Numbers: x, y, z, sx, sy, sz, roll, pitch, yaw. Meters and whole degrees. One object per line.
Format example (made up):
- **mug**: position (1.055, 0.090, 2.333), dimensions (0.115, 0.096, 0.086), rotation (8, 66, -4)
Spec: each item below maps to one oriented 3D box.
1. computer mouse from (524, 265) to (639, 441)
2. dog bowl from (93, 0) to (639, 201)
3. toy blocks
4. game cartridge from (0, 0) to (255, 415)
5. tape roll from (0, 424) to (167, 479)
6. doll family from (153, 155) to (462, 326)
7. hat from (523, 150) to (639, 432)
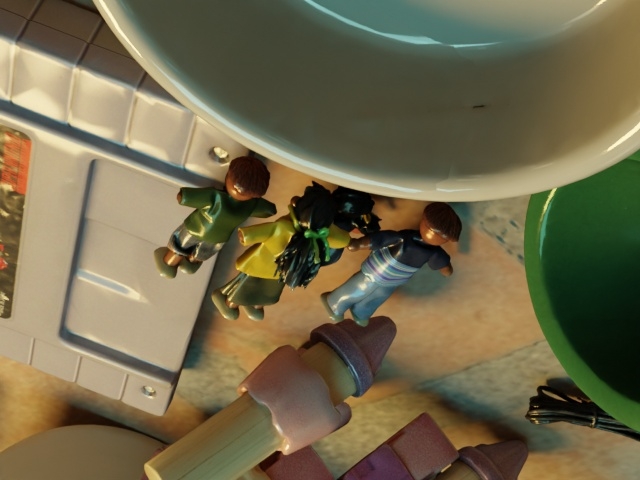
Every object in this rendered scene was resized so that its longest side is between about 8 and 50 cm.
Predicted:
- **computer mouse**: position (0.201, 0.078, 0.926), dimensions (0.106, 0.042, 0.193), rotation (17, 143, 6)
- **dog bowl**: position (0.038, -0.154, 0.666), dimensions (0.348, 0.102, 0.349), rotation (12, 143, 10)
- **toy blocks**: position (0.038, 0.206, 1.042), dimensions (0.289, 0.260, 0.309), rotation (53, 159, 6)
- **game cartridge**: position (-0.178, -0.016, 0.969), dimensions (0.230, 0.068, 0.355), rotation (17, 143, -4)
- **tape roll**: position (-0.201, 0.299, 1.212), dimensions (0.246, 0.246, 0.169), rotation (23, 142, -4)
- **doll family**: position (0.000, 0.000, 0.870), dimensions (0.193, 0.076, 0.111), rotation (0, 142, -43)
- **hat**: position (0.251, 0.015, 0.835), dimensions (0.208, 0.183, 0.173), rotation (51, 138, 33)
